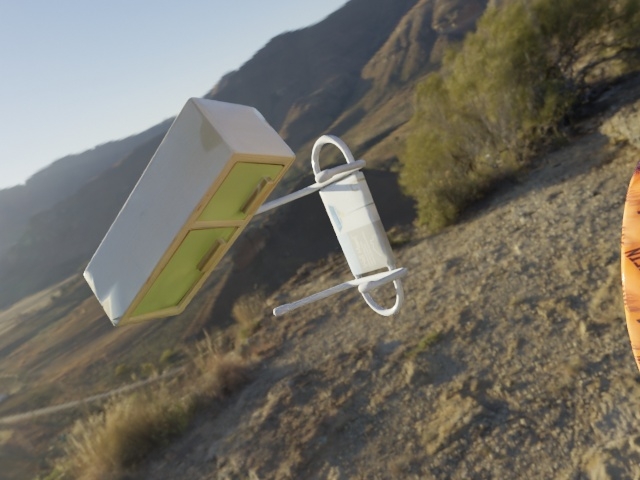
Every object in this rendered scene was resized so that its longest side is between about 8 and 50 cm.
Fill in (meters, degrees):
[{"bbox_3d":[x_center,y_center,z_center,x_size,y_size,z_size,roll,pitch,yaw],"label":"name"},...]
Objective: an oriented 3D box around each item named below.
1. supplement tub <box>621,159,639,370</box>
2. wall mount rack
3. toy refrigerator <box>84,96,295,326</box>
[{"bbox_3d":[0.334,0.012,0.269,0.338,0.207,0.207,-5,24,44],"label":"supplement tub"},{"bbox_3d":[0.000,0.000,1.144,0.130,0.350,0.304,-21,0,-37],"label":"wall mount rack"},{"bbox_3d":[-0.151,-0.022,0.704,0.102,0.094,0.269,-5,-40,-55],"label":"toy refrigerator"}]
